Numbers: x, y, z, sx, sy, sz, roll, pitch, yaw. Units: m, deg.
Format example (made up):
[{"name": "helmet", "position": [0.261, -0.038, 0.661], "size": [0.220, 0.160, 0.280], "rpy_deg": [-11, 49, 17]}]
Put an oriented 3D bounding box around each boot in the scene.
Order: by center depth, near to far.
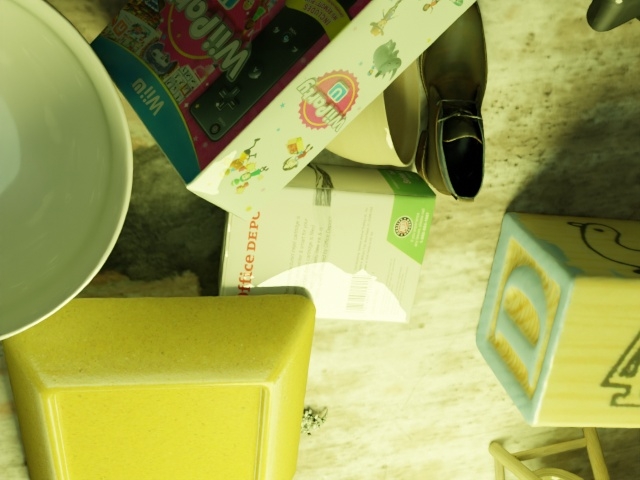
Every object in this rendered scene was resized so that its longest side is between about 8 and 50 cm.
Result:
[{"name": "boot", "position": [0.153, -0.147, 0.865], "size": [0.082, 0.106, 0.219], "rpy_deg": [-3, 114, -10]}]

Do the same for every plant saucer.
[{"name": "plant saucer", "position": [-0.177, 0.210, 0.919], "size": [0.332, 0.081, 0.333], "rpy_deg": [0, 129, -9]}]

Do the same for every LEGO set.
[{"name": "LEGO set", "position": [-0.028, 0.238, 1.042], "size": [0.083, 0.023, 0.054], "rpy_deg": [-38, 115, 6]}]

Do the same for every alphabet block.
[{"name": "alphabet block", "position": [0.319, 0.091, 0.956], "size": [0.197, 0.192, 0.194], "rpy_deg": [3, 114, -13]}]

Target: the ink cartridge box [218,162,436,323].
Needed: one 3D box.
[{"name": "ink cartridge box", "position": [0.000, 0.000, 0.906], "size": [0.219, 0.093, 0.160], "rpy_deg": [5, 114, -12]}]

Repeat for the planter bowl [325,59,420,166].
[{"name": "planter bowl", "position": [0.031, -0.153, 0.826], "size": [0.109, 0.162, 0.162], "rpy_deg": [-1, 116, 20]}]

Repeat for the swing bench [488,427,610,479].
[{"name": "swing bench", "position": [0.344, 0.424, 1.067], "size": [0.165, 0.255, 0.253], "rpy_deg": [-12, 115, -6]}]

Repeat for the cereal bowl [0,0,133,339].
[{"name": "cereal bowl", "position": [-0.349, -0.078, 0.738], "size": [0.338, 0.141, 0.339], "rpy_deg": [-5, 102, -22]}]

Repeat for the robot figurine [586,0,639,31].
[{"name": "robot figurine", "position": [0.379, -0.317, 0.803], "size": [0.278, 0.174, 0.209], "rpy_deg": [-30, 122, 3]}]

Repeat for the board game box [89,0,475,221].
[{"name": "board game box", "position": [-0.038, -0.204, 0.737], "size": [0.303, 0.224, 0.097], "rpy_deg": [-45, 148, 9]}]
